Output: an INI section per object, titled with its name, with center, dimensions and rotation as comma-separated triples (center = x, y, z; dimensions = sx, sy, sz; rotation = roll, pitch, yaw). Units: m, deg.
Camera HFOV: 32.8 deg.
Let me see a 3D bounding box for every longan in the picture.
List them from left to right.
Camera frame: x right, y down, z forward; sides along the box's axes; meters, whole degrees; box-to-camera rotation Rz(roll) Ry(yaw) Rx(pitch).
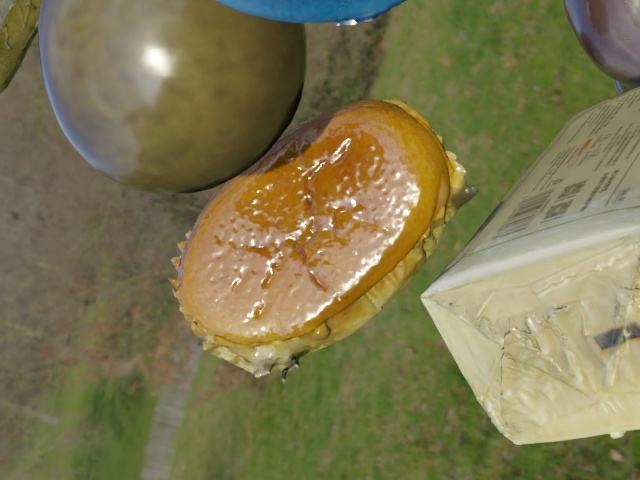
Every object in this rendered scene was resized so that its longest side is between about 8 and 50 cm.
[longan]
center = -0.140, -0.169, 0.999
dimensions = 0.258, 0.258, 0.258
rotation = -162, 90, -72

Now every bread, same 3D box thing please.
[bread]
center = -0.009, -0.008, 1.345
dimensions = 0.388, 0.236, 0.183
rotation = -44, -23, -1

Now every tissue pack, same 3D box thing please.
[tissue pack]
center = 0.189, 0.000, 0.641
dimensions = 0.159, 0.125, 0.234
rotation = -22, 16, 43

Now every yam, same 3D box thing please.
[yam]
center = -0.331, -0.329, 1.283
dimensions = 0.371, 0.083, 0.083
rotation = -56, 23, 26

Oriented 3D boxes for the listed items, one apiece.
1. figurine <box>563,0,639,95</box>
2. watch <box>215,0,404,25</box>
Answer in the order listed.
[figurine]
center = 0.365, -0.203, 1.079
dimensions = 0.218, 0.365, 0.206
rotation = -49, 56, -1
[watch]
center = 0.010, -0.186, 0.412
dimensions = 0.200, 0.196, 0.171
rotation = -71, -23, -14
